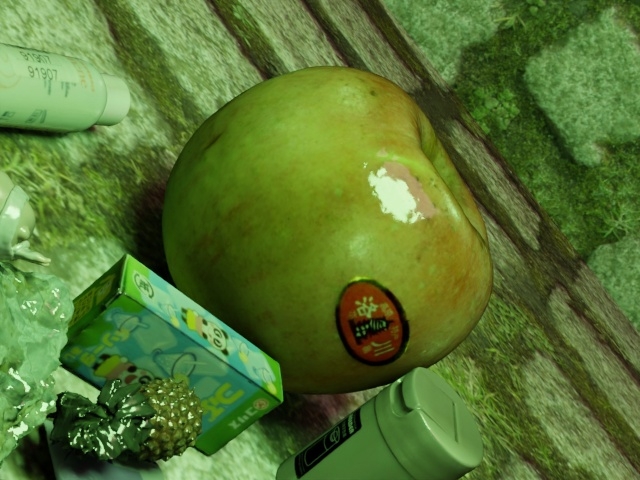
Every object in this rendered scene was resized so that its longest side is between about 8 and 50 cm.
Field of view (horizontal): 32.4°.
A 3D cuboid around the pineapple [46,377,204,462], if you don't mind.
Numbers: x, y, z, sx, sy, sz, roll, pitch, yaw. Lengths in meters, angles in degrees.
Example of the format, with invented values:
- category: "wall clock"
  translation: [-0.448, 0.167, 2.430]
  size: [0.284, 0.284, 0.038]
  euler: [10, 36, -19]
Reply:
- category: "pineapple"
  translation: [-0.156, 0.145, 0.878]
  size: [0.074, 0.074, 0.159]
  euler: [60, 16, 18]

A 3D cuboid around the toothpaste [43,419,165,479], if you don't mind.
- category: "toothpaste"
  translation: [-0.117, 0.281, 0.782]
  size: [0.125, 0.080, 0.371]
  euler: [32, 23, -42]

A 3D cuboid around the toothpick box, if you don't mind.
- category: "toothpick box"
  translation: [0.057, 0.214, 1.066]
  size: [0.111, 0.181, 0.111]
  euler: [41, 25, -24]

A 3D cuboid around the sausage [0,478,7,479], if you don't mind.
- category: "sausage"
  translation: [-0.249, 0.163, 0.601]
  size: [0.312, 0.093, 0.093]
  euler: [18, 36, -22]

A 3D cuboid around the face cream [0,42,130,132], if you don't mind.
- category: "face cream"
  translation: [-0.287, -0.150, 1.088]
  size: [0.082, 0.082, 0.269]
  euler: [57, 23, 13]

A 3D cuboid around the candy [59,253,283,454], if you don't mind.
- category: "candy"
  translation: [-0.134, 0.105, 0.978]
  size: [0.194, 0.097, 0.062]
  euler: [39, 22, -29]

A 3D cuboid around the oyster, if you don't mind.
- category: "oyster"
  translation: [-0.267, 0.075, 0.755]
  size: [0.198, 0.112, 0.267]
  euler: [42, 21, -23]

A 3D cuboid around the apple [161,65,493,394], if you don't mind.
- category: "apple"
  translation: [0.000, 0.000, 1.128]
  size: [0.338, 0.305, 0.338]
  euler: [57, 13, -21]

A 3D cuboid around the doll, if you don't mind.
- category: "doll"
  translation: [-0.283, -0.016, 0.926]
  size: [0.127, 0.073, 0.084]
  euler: [48, 55, 1]
